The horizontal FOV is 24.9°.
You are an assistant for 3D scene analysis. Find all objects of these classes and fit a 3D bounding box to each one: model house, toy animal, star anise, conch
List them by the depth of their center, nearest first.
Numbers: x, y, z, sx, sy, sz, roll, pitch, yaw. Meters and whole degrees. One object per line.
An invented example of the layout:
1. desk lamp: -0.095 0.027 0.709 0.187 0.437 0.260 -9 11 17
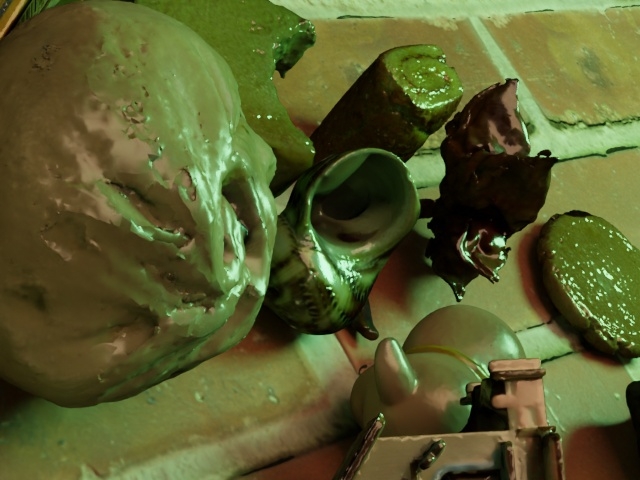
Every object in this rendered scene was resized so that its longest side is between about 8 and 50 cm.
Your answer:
1. model house: 0.083 0.268 1.215 0.244 0.169 0.326 -1 77 -7
2. conch: -0.002 -0.001 1.448 0.181 0.124 0.187 -26 120 -33
3. toy animal: 0.128 0.155 1.452 0.165 0.149 0.248 36 28 7
4. star anise: 0.146 -0.022 1.581 0.148 0.237 0.346 44 71 -6

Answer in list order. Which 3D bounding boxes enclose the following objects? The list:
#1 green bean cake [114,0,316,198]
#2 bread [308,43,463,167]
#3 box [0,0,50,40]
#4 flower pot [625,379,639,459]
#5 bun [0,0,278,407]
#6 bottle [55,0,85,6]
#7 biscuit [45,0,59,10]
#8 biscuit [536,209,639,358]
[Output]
1. green bean cake: -0.118 -0.165 1.507 0.233 0.124 0.236 25 43 -25
2. bread: 0.070 -0.133 1.617 0.132 0.172 0.103 -23 73 -50
3. box: -0.351 -0.194 1.211 0.193 0.084 0.301 28 69 -1
4. flower pot: 0.494 0.208 1.636 0.302 0.302 0.213 -9 64 -47
5. bun: -0.158 -0.036 1.195 0.362 0.234 0.326 -45 129 -54
6. bottle: -0.278 -0.163 1.388 0.082 0.082 0.286 27 42 -24
7. biscuit: -0.330 -0.266 1.359 0.213 0.091 0.274 9 53 -2
8. biscuit: 0.356 0.056 1.828 0.226 0.042 0.226 27 42 -27
